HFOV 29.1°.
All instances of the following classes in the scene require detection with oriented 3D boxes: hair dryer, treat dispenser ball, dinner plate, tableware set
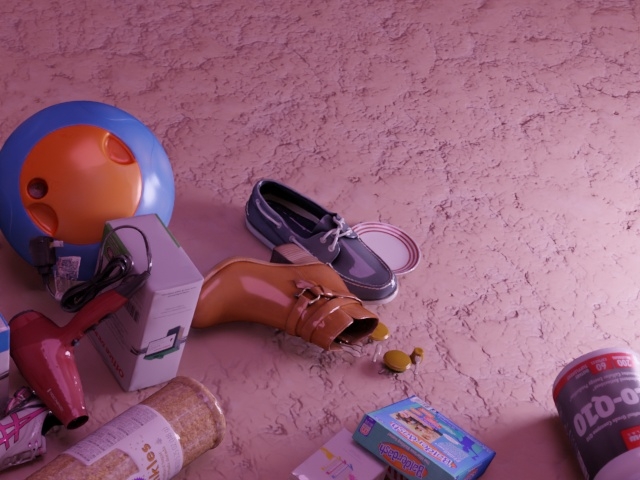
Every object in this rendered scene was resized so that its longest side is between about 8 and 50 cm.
[{"bbox_3d":[-0.355,0.122,1.757,0.223,0.293,0.080,-2,-10,33],"label":"hair dryer"},{"bbox_3d":[-0.378,-0.079,1.971,0.288,0.288,0.288,9,41,-8],"label":"treat dispenser ball"},{"bbox_3d":[0.111,0.017,2.228,0.141,0.017,0.141,9,42,-9],"label":"dinner plate"},{"bbox_3d":[0.096,0.176,2.045,0.154,0.024,0.104,17,37,3],"label":"tableware set"}]

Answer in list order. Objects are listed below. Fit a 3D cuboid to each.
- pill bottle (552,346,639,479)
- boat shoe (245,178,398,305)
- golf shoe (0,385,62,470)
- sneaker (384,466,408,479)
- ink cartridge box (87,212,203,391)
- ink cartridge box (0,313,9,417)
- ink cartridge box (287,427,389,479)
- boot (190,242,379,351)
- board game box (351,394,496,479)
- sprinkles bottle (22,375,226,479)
[{"bbox_3d":[0.475,0.318,1.899,0.161,0.161,0.283,1,43,-17],"label":"pill bottle"},{"bbox_3d":[0.000,0.000,2.140,0.319,0.099,0.116,34,53,21],"label":"boat shoe"},{"bbox_3d":[-0.427,0.281,1.722,0.086,0.067,0.186,26,41,9],"label":"golf shoe"},{"bbox_3d":[0.119,0.346,1.844,0.118,0.042,0.067,37,48,12],"label":"sneaker"},{"bbox_3d":[-0.272,0.095,1.866,0.092,0.219,0.160,-13,49,-34],"label":"ink cartridge box"},{"bbox_3d":[-0.502,0.152,1.747,0.082,0.191,0.139,-18,51,-31],"label":"ink cartridge box"},{"bbox_3d":[0.013,0.357,1.761,0.090,0.092,0.143,36,45,21],"label":"ink cartridge box"},{"bbox_3d":[-0.064,0.121,1.987,0.283,0.109,0.220,-18,47,-42],"label":"boot"},{"bbox_3d":[0.157,0.304,1.828,0.160,0.047,0.210,34,13,20],"label":"board game box"},{"bbox_3d":[-0.290,0.316,1.685,0.121,0.121,0.355,37,45,22],"label":"sprinkles bottle"}]
